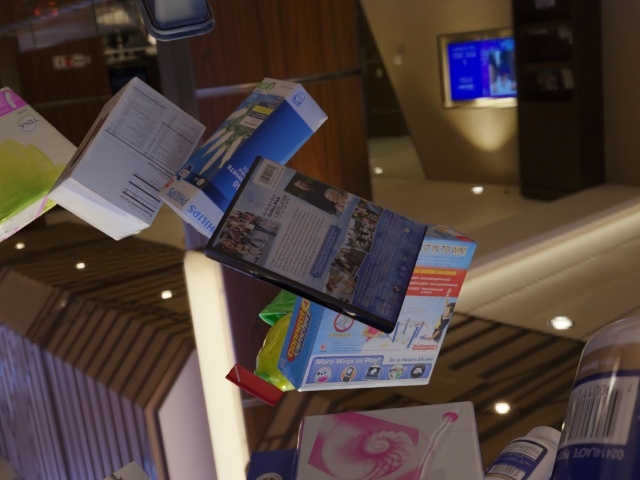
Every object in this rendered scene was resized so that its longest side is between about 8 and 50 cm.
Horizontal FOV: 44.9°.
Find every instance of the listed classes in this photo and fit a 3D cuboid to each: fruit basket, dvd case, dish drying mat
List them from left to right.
[{"bbox_3d":[-0.095,0.207,1.112,0.083,0.008,0.032,27,-140,13],"label":"dish drying mat"},{"bbox_3d":[0.000,0.000,0.997,0.253,0.022,0.180,23,-129,1],"label":"dvd case"},{"bbox_3d":[0.014,0.228,1.799,0.392,0.283,0.392,-37,-150,26],"label":"fruit basket"}]

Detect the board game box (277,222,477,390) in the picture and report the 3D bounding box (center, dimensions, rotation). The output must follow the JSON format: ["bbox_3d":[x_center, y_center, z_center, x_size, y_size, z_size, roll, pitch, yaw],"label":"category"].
[{"bbox_3d":[0.104,0.116,1.406,0.308,0.302,0.086,5,-161,-35],"label":"board game box"}]

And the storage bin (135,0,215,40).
[{"bbox_3d":[-0.178,-0.326,0.942,0.098,0.091,0.135,-15,-121,-16],"label":"storage bin"}]

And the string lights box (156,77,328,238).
[{"bbox_3d":[-0.122,-0.130,1.199,0.260,0.077,0.133,-48,-150,-9],"label":"string lights box"}]

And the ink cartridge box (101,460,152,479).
[{"bbox_3d":[-0.311,0.388,1.087,0.063,0.109,0.150,44,-166,11],"label":"ink cartridge box"}]

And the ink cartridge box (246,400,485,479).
[{"bbox_3d":[0.042,0.336,0.951,0.330,0.072,0.324,-7,-153,8],"label":"ink cartridge box"}]

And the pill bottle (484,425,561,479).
[{"bbox_3d":[0.328,0.379,1.231,0.112,0.112,0.186,5,-157,40],"label":"pill bottle"}]

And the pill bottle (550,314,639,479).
[{"bbox_3d":[0.158,0.177,0.320,0.153,0.265,0.153,19,160,7],"label":"pill bottle"}]

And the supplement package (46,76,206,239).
[{"bbox_3d":[-0.334,-0.133,1.323,0.149,0.203,0.194,34,157,-22],"label":"supplement package"}]

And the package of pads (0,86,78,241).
[{"bbox_3d":[-0.576,-0.136,1.390,0.101,0.229,0.296,-44,-173,32],"label":"package of pads"}]
